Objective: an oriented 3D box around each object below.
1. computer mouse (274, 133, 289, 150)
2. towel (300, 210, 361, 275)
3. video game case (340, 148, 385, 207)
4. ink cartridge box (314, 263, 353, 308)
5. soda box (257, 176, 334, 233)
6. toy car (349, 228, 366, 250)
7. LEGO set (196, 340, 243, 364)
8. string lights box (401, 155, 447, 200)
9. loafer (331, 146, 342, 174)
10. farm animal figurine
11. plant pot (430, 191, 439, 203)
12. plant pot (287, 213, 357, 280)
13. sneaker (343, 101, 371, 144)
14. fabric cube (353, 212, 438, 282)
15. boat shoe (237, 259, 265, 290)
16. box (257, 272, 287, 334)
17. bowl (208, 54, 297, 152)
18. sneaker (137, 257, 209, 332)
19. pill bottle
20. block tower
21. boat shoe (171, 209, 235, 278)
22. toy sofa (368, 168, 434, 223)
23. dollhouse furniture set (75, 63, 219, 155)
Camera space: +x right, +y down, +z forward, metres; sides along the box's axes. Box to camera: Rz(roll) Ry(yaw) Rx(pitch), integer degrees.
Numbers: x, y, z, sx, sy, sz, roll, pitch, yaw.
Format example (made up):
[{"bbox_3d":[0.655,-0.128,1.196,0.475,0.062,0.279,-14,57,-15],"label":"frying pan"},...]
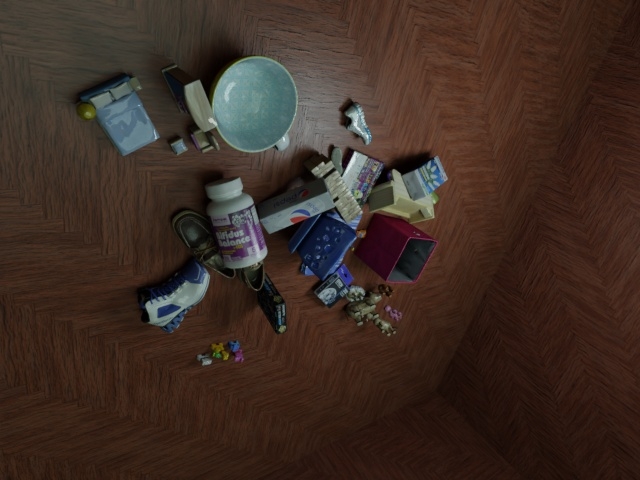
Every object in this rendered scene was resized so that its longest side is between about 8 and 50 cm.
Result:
[{"bbox_3d":[-0.157,-0.396,1.482,0.106,0.042,0.193,-41,138,-9],"label":"computer mouse"},{"bbox_3d":[0.053,0.021,1.973,0.243,0.040,0.336,3,118,-42],"label":"towel"},{"bbox_3d":[0.160,-0.270,1.839,0.210,0.042,0.232,10,113,-42],"label":"video game case"},{"bbox_3d":[0.083,0.242,2.137,0.208,0.045,0.206,-43,147,-5],"label":"ink cartridge box"},{"bbox_3d":[-0.097,-0.135,1.610,0.286,0.098,0.091,-22,137,6],"label":"soda box"},{"bbox_3d":[0.194,0.001,2.073,0.060,0.040,0.122,6,116,-42],"label":"toy car"},{"bbox_3d":[-0.438,0.525,1.902,0.227,0.093,0.087,4,118,-41],"label":"LEGO set"},{"bbox_3d":[0.500,-0.300,1.973,0.260,0.077,0.133,-35,102,-43],"label":"string lights box"},{"bbox_3d":[0.069,-0.336,1.725,0.045,0.039,0.125,-5,127,3],"label":"loafer"},{"bbox_3d":[0.287,0.380,2.343,0.327,0.172,0.330,-6,112,-15],"label":"farm animal figurine"},{"bbox_3d":[0.574,-0.242,2.186,0.083,0.083,0.079,-42,126,-7],"label":"plant pot"},{"bbox_3d":[0.000,0.000,1.748,0.236,0.212,0.236,-54,-178,7],"label":"plant pot"},{"bbox_3d":[0.143,-0.460,1.675,0.083,0.071,0.190,-35,129,-5],"label":"sneaker"},{"bbox_3d":[0.380,0.039,2.095,0.254,0.258,0.259,7,115,-42],"label":"fabric cube"},{"bbox_3d":[-0.280,0.070,1.674,0.123,0.116,0.324,-26,134,-23],"label":"boat shoe"},{"bbox_3d":[-0.215,0.273,1.803,0.051,0.220,0.175,-17,129,-24],"label":"box"},{"bbox_3d":[-0.233,-0.441,1.299,0.289,0.156,0.289,-22,132,-27],"label":"bowl"},{"bbox_3d":[-0.564,0.205,1.532,0.315,0.127,0.182,-53,140,9],"label":"sneaker"},{"bbox_3d":[-0.306,-0.066,1.470,0.169,0.169,0.301,-23,111,-25],"label":"pill bottle"},{"bbox_3d":[0.062,-0.209,1.720,0.091,0.097,0.335,-39,129,-1],"label":"block tower"},{"bbox_3d":[-0.414,0.028,1.527,0.123,0.123,0.342,-37,137,-12],"label":"boat shoe"},{"bbox_3d":[0.392,-0.204,2.005,0.363,0.150,0.177,10,71,-44],"label":"toy sofa"},{"bbox_3d":[-0.469,-0.310,1.172,0.303,0.198,0.286,-32,136,-17],"label":"dollhouse furniture set"}]
